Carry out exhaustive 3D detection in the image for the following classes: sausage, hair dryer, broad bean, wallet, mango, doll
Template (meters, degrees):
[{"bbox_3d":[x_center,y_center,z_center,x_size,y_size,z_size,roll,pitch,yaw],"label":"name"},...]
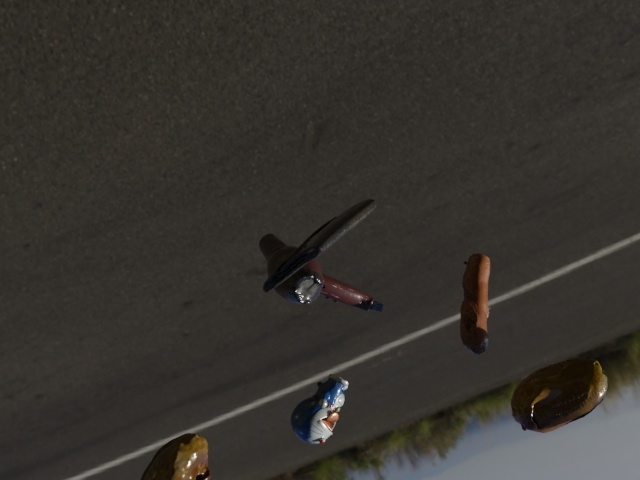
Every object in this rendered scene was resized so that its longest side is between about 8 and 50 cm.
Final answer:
[{"bbox_3d":[0.414,0.171,1.802,0.079,0.326,0.087,15,140,-2],"label":"sausage"},{"bbox_3d":[0.011,0.104,1.733,0.340,0.312,0.123,24,100,-24],"label":"hair dryer"},{"bbox_3d":[-0.285,0.483,1.356,0.156,0.122,0.228,-19,143,-50],"label":"broad bean"},{"bbox_3d":[0.000,0.000,1.420,0.170,0.044,0.321,-34,-178,32],"label":"wallet"},{"bbox_3d":[0.586,0.376,1.669,0.249,0.151,0.156,-33,118,8],"label":"mango"},{"bbox_3d":[0.011,0.595,2.374,0.257,0.161,0.215,-53,156,-16],"label":"doll"}]
